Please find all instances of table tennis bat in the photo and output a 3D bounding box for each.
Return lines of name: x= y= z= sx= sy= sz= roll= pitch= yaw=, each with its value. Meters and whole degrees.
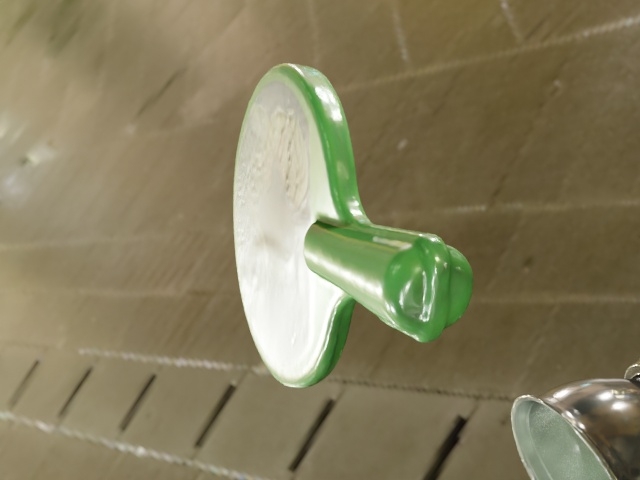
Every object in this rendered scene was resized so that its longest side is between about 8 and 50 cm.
table tennis bat: x=0.000 y=0.000 z=0.648 sx=0.257 sy=0.039 sz=0.160 roll=-156 pitch=66 yaw=-67

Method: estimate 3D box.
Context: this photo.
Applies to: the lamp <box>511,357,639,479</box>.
lamp: x=0.284 y=0.135 z=1.084 sx=0.227 sy=0.172 sz=0.147 roll=-29 pitch=30 yaw=-18
